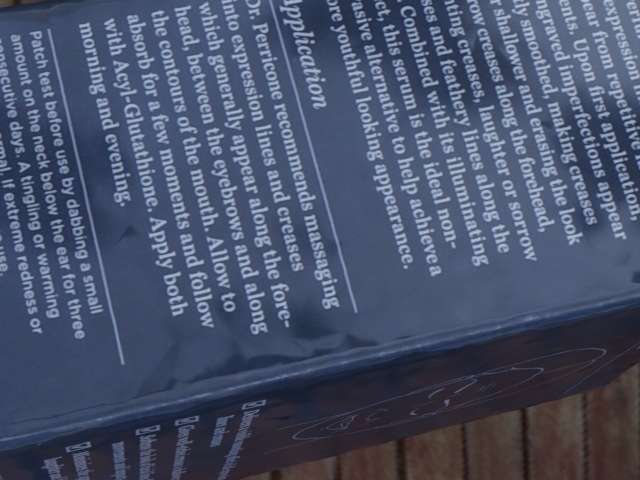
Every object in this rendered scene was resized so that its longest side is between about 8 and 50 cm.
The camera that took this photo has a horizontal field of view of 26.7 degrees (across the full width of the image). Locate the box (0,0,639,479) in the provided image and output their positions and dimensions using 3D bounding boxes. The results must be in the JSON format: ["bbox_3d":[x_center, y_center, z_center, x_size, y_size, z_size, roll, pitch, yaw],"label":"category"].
[{"bbox_3d":[0.000,0.000,0.757,0.395,0.293,0.212,-11,74,-12],"label":"box"}]
